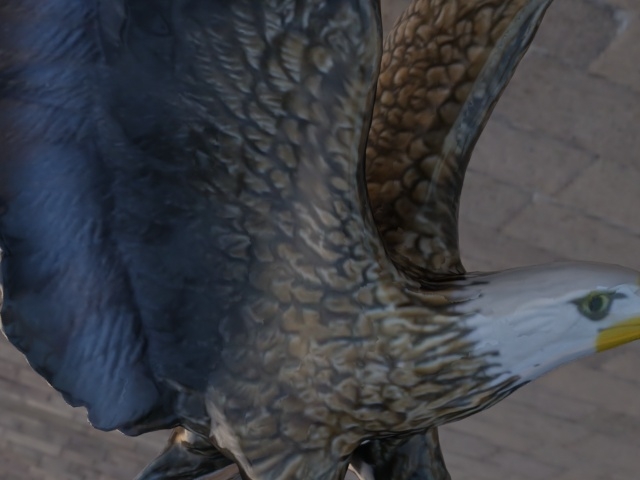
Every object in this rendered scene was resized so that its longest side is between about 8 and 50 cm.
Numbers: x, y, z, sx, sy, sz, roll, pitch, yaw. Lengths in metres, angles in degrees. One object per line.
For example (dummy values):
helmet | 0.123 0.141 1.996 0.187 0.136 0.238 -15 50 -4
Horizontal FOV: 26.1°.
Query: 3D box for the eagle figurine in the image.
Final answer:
eagle figurine | 0.011 -0.001 0.432 0.225 0.298 0.226 -7 -178 -1
